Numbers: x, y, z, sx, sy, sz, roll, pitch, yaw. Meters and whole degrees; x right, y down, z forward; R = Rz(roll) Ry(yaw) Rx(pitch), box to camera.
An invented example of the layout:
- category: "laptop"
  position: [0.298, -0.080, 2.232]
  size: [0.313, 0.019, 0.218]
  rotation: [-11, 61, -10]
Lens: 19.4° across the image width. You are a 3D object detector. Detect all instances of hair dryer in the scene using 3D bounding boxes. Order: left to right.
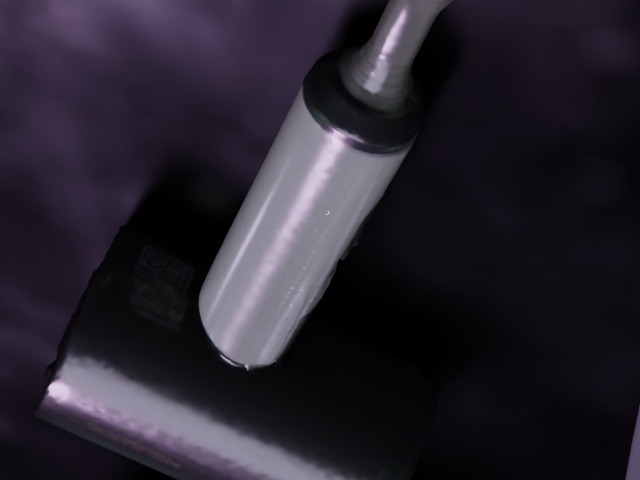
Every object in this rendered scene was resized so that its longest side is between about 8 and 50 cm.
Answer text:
- category: "hair dryer"
  position: [0.000, 0.000, 0.455]
  size: [0.100, 0.057, 0.198]
  rotation: [23, 138, -4]

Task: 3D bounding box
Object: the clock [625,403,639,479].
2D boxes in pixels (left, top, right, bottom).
- category: "clock"
  position: [0.227, 0.048, 0.350]
  size: [0.338, 0.102, 0.338]
  rotation: [14, 143, 11]
